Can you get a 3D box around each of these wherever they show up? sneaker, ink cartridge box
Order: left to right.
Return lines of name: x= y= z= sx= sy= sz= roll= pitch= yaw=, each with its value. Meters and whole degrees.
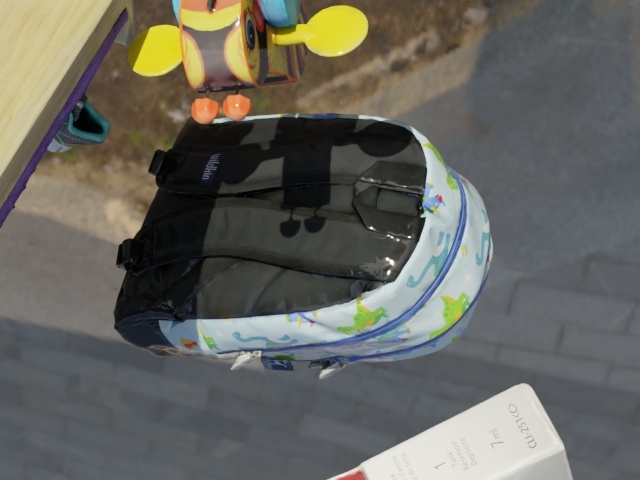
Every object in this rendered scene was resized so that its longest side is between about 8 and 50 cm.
sneaker: x=-0.262 y=-0.144 z=1.269 sx=0.076 sy=0.065 sz=0.166 roll=6 pitch=156 yaw=31
ink cartridge box: x=0.078 y=0.252 z=1.033 sx=0.261 sy=0.066 sz=0.296 roll=-25 pitch=144 yaw=1

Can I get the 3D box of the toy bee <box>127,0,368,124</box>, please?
toy bee: x=-0.081 y=-0.164 z=1.065 sx=0.195 sy=0.162 sz=0.298 roll=-7 pitch=169 yaw=34

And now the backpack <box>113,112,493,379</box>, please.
backpack: x=0.000 y=0.000 z=1.356 sx=0.273 sy=0.290 sz=0.355 roll=35 pitch=148 yaw=-33

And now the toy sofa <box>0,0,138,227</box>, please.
toy sofa: x=-0.276 y=-0.088 z=1.028 sx=0.150 sy=0.363 sz=0.177 roll=17 pitch=142 yaw=6
